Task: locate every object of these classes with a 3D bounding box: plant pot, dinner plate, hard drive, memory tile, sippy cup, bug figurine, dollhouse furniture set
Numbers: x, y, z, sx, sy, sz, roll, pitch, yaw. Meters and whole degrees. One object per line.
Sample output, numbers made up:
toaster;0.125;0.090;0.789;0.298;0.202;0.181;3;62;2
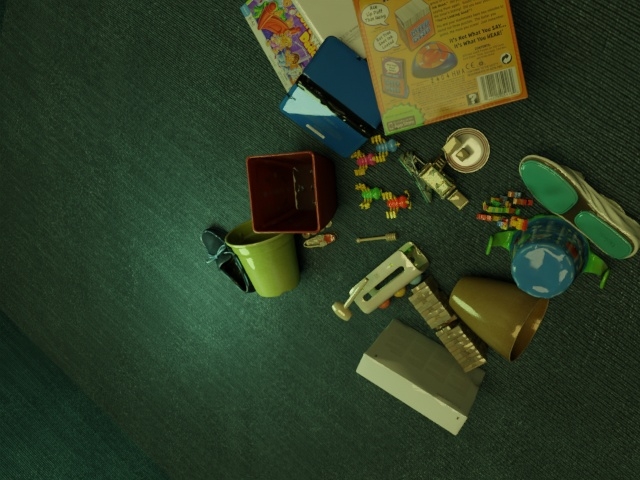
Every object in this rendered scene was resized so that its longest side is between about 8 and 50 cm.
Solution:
plant pot;0.551;0.221;1.699;0.254;0.237;0.237;29;118;33
dinner plate;0.465;-0.286;1.686;0.141;0.017;0.141;9;110;27
hard drive;0.067;-0.717;1.693;0.210;0.040;0.318;-34;91;5
memory tile;-0.032;-0.078;2.023;0.148;0.012;0.113;-27;92;32
sippy cup;0.664;0.058;1.568;0.306;0.224;0.240;-20;95;32
bug figurine;0.204;-0.218;1.797;0.216;0.072;0.279;3;110;48
plant pot;-0.192;0.066;2.031;0.276;0.276;0.253;-3;116;29
dollhouse furniture set;0.426;-0.205;1.657;0.182;0.101;0.161;42;113;-1
plant pot;-0.074;-0.177;1.875;0.267;0.236;0.267;1;101;29

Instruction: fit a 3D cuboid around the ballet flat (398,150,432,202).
ballet flat;0.331;-0.215;1.757;0.070;0.070;0.188;-33;93;32

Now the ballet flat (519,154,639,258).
ballet flat;0.749;-0.115;1.529;0.400;0.139;0.139;44;121;10

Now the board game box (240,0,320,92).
board game box;-0.092;-0.711;1.812;0.233;0.078;0.347;-29;91;32

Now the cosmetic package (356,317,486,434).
cosmetic package;0.351;0.452;1.829;0.377;0.284;0.097;30;117;18

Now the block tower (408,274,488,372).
block tower;0.442;0.284;1.839;0.091;0.097;0.335;-40;83;32

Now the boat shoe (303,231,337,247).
boat shoe;0.000;0.000;2.013;0.137;0.043;0.049;-12;98;29

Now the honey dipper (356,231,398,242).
honey dipper;0.200;-0.006;1.911;0.161;0.030;0.030;-8;102;31

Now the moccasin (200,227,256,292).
moccasin;-0.376;0.076;2.196;0.342;0.117;0.137;40;120;11

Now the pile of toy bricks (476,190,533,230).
pile of toy bricks;0.535;-0.094;1.594;0.105;0.212;0.118;3;102;-9

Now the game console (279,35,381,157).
game console;0.058;-0.453;1.717;0.293;0.173;0.250;35;149;-12

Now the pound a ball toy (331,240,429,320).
pound a ball toy;0.216;0.166;1.854;0.135;0.208;0.319;50;121;6

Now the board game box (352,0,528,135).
board game box;0.326;-0.509;1.446;0.357;0.356;0.356;-12;100;17
